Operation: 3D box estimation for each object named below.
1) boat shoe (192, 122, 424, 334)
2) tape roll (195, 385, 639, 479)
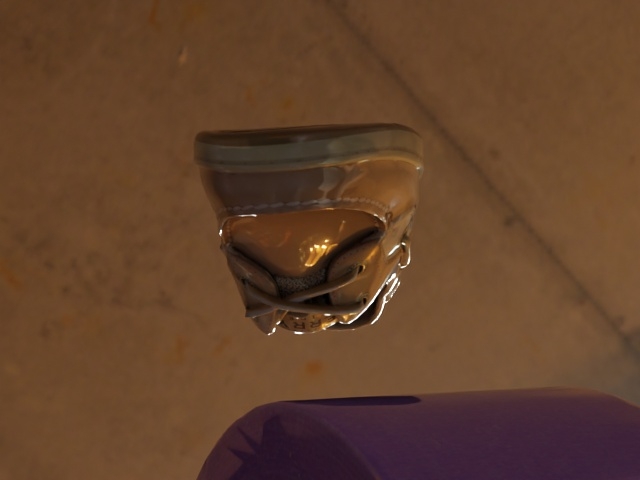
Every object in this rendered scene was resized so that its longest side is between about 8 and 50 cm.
[{"bbox_3d":[0.000,0.000,0.832,0.109,0.302,0.098,0,-96,5],"label":"boat shoe"},{"bbox_3d":[0.035,0.177,0.417,0.090,0.275,0.275,0,-52,-21],"label":"tape roll"}]
